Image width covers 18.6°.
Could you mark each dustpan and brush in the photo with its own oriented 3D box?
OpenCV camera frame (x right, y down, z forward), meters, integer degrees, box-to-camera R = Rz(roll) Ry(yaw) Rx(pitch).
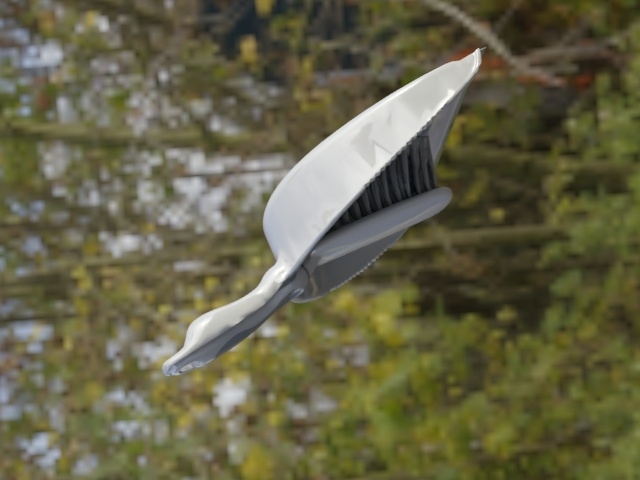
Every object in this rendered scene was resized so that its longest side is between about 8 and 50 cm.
[{"bbox_3d":[0.000,0.000,0.977,0.060,0.211,0.147,56,157,19],"label":"dustpan and brush"}]
